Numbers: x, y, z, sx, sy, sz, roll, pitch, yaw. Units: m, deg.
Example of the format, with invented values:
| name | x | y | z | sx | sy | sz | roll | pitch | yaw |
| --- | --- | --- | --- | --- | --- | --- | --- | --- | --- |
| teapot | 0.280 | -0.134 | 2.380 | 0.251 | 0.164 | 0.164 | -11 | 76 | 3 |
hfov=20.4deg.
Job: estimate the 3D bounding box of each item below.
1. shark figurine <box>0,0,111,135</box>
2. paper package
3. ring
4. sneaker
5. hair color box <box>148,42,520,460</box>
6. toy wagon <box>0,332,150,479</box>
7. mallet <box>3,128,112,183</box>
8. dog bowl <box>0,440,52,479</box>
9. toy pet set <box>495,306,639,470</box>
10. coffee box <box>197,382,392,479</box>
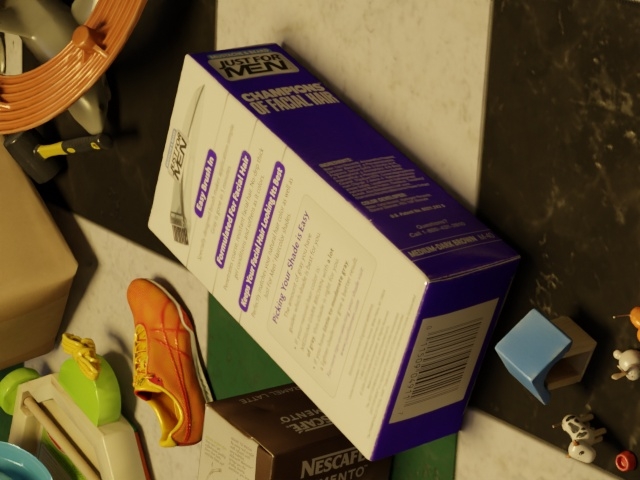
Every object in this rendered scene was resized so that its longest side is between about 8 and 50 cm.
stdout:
| name | x | y | z | sx | sy | sz | roll | pitch | yaw |
| --- | --- | --- | --- | --- | --- | --- | --- | --- | --- |
| shark figurine | -0.319 | -0.219 | 1.819 | 0.278 | 0.116 | 0.166 | 27 | 118 | 44 |
| paper package | -0.466 | 0.009 | 1.872 | 0.309 | 0.325 | 0.168 | 58 | 149 | 23 |
| ring | -0.276 | -0.264 | 1.696 | 0.336 | 0.032 | 0.337 | -15 | 66 | 36 |
| sneaker | -0.156 | 0.116 | 1.732 | 0.064 | 0.067 | 0.175 | -43 | 64 | 50 |
| hair color box | 0.000 | 0.000 | 1.471 | 0.339 | 0.110 | 0.185 | 43 | 132 | 35 |
| toy wagon | -0.258 | 0.246 | 1.897 | 0.267 | 0.068 | 0.344 | 42 | 129 | 37 |
| mallet | -0.267 | -0.101 | 1.804 | 0.062 | 0.039 | 0.189 | 46 | 155 | -15 |
| dog bowl | -0.322 | 0.334 | 1.822 | 0.297 | 0.166 | 0.074 | 48 | 145 | 33 |
| toy pet set | 0.188 | 0.098 | 1.288 | 0.114 | 0.065 | 0.122 | 44 | 130 | 36 |
| coffee box | -0.030 | 0.255 | 1.547 | 0.098 | 0.141 | 0.246 | 32 | 123 | 44 |
